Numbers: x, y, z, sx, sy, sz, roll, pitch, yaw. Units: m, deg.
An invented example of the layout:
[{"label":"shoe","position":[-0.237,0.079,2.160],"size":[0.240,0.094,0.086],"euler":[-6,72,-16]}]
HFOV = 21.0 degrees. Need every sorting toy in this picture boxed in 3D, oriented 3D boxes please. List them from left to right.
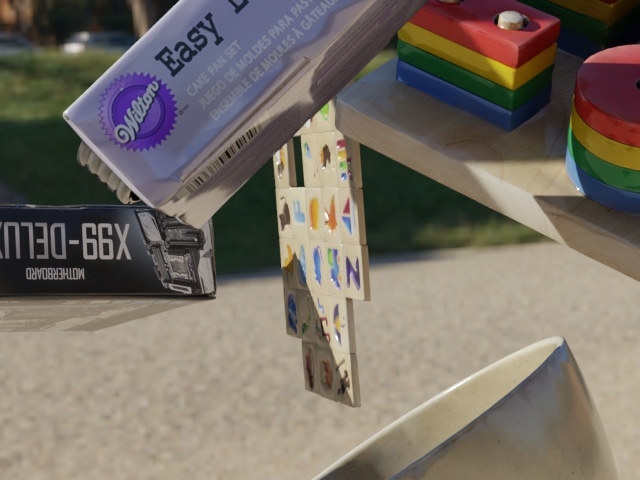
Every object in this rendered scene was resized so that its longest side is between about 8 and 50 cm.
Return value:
[{"label":"sorting toy","position":[0.186,-0.111,1.062],"size":[0.255,0.089,0.257],"euler":[29,45,30]}]

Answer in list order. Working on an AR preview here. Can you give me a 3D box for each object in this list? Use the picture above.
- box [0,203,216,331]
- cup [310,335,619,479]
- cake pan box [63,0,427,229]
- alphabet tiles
[{"label":"box","position":[-0.272,0.025,1.350],"size":[0.307,0.077,0.242],"euler":[1,-9,-31]},{"label":"cup","position":[0.125,0.266,1.423],"size":[0.331,0.237,0.331],"euler":[-34,0,0]},{"label":"cake pan box","position":[-0.006,-0.113,0.866],"size":[0.267,0.070,0.246],"euler":[-45,-3,0]},{"label":"alphabet tiles","position":[0.000,0.000,1.277],"size":[0.009,0.237,0.198],"euler":[-6,3,-18]}]
